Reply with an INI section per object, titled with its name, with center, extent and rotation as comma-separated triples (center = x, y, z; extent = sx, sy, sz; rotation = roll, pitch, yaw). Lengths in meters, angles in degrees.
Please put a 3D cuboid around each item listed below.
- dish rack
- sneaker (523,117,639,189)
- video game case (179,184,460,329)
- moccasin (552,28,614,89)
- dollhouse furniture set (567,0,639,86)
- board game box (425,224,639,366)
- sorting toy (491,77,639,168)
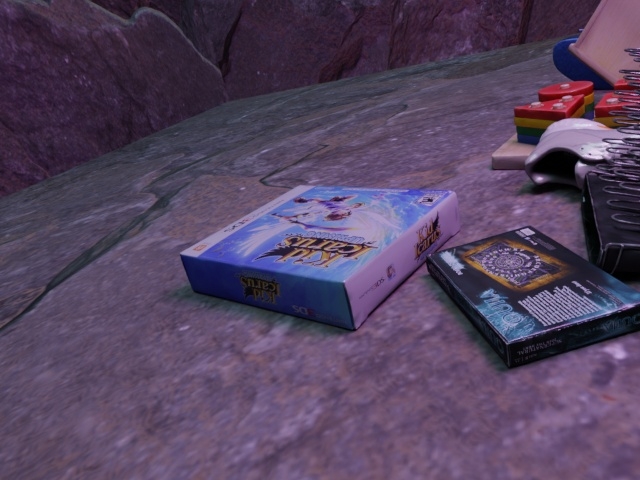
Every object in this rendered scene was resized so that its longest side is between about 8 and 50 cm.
[dish rack]
center = 0.322, -0.118, 0.496
extent = 0.074, 0.271, 0.208
rotation = 9, 29, 18
[sneaker]
center = 0.389, -0.101, 0.653
extent = 0.121, 0.099, 0.263
rotation = -38, 24, -32
[video game case]
center = 0.000, 0.000, 0.660
extent = 0.270, 0.061, 0.244
rotation = 6, 31, 40
[moccasin]
center = 0.694, -0.402, 1.144
extent = 0.117, 0.137, 0.342
rotation = -38, 43, -19
[dollhouse furniture set]
center = 0.711, -0.426, 0.946
extent = 0.395, 0.256, 0.362
rotation = -13, 55, -26
[board game box]
center = 0.191, 0.042, 0.492
extent = 0.126, 0.026, 0.186
rotation = -15, 22, -3
[sorting toy]
center = 0.445, -0.202, 0.843
extent = 0.256, 0.089, 0.257
rotation = 5, 29, 39
